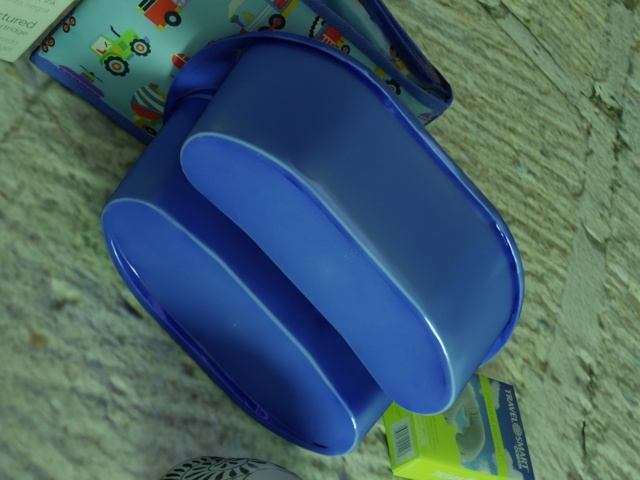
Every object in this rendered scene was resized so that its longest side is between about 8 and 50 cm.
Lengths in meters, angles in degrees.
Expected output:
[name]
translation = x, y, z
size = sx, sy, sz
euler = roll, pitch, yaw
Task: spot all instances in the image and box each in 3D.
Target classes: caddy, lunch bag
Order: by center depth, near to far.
[caddy]
translation = 0.000, 0.000, 0.990
size = 0.341, 0.241, 0.179
euler = 48, 44, -11
[lunch bag]
translation = -0.049, -0.139, 1.058
size = 0.293, 0.221, 0.138
euler = 44, 37, -15

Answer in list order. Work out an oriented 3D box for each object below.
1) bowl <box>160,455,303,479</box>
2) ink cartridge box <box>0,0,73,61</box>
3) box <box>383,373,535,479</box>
[bowl]
translation = -0.037, 0.222, 0.908
size = 0.170, 0.080, 0.170
euler = 29, 44, -33
[ink cartridge box]
translation = -0.233, -0.284, 0.885
size = 0.223, 0.307, 0.129
euler = 15, 51, -42
[box]
translation = 0.132, 0.175, 1.174
size = 0.178, 0.042, 0.109
euler = 20, 49, -38
